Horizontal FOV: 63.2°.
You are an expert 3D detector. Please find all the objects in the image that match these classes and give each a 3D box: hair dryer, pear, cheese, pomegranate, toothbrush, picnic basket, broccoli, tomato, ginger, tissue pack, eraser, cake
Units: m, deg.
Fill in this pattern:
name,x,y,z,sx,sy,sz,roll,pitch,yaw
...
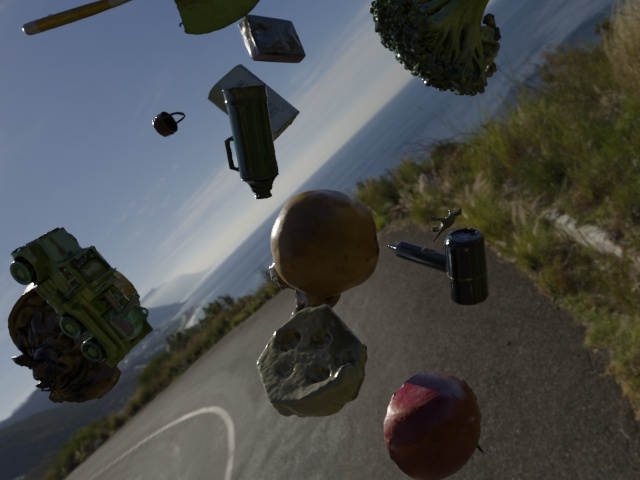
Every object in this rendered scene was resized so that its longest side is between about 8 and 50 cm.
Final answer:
name,x,y,z,sx,sy,sz,roll,pitch,yaw
hair dryer,0.306,0.037,1.453,0.107,0.189,0.352,-27,28,-30
pear,-0.244,-0.653,1.216,0.288,0.239,0.139,76,-162,-50
cheese,-0.017,0.324,1.415,0.318,0.115,0.326,-3,47,34
pomegranate,0.017,0.007,1.376,0.307,0.307,0.307,-43,6,6
toothbrush,-0.327,-0.349,0.774,0.288,0.021,0.024,-7,31,18
picnic basket,-0.410,-0.327,1.422,0.083,0.072,0.072,-27,12,20
broccoli,0.285,-0.495,1.249,0.272,0.324,0.334,-18,35,20
tomato,0.331,0.499,1.422,0.309,0.309,0.170,-48,5,-36
ginger,-0.043,0.165,1.844,0.245,0.304,0.155,-25,-20,10
tissue pack,-0.123,-0.516,1.341,0.156,0.112,0.051,-15,-10,-41
eraser,-0.197,-0.405,1.555,0.174,0.227,0.081,-54,4,-37
cake,-0.659,0.253,1.367,0.332,0.332,0.321,-42,27,16

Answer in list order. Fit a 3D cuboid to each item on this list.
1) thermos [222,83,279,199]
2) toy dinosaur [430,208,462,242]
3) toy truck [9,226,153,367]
name,x,y,z,sx,sy,sz,roll,pitch,yaw
thermos,-0.117,-0.162,0.873,0.083,0.187,0.073,-12,17,-12
toy dinosaur,0.484,-0.059,1.985,0.126,0.039,0.162,-14,40,19
toy truck,-0.406,0.083,0.927,0.135,0.259,0.128,-38,6,30
